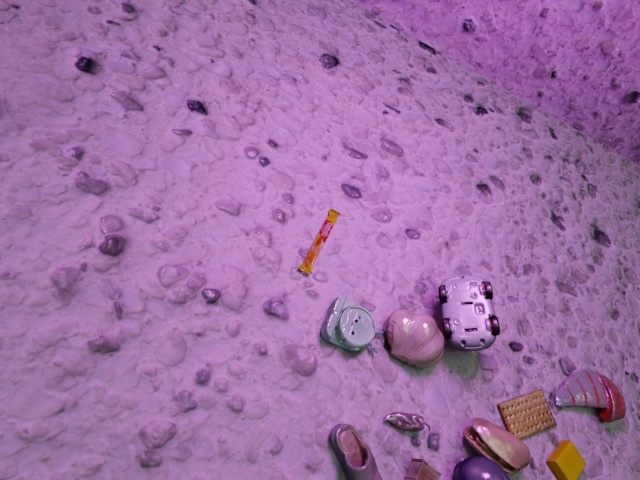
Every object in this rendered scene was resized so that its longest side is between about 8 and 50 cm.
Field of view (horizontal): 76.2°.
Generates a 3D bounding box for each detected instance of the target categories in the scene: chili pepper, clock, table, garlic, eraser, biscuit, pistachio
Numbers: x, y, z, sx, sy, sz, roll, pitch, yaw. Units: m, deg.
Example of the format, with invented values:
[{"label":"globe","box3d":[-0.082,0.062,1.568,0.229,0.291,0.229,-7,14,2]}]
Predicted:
[{"label":"chili pepper","box3d":[0.273,0.575,1.296,0.153,0.041,0.050,8,41,-2]},{"label":"clock","box3d":[0.116,0.288,1.355,0.211,0.066,0.159,28,59,-9]},{"label":"table","box3d":[0.303,0.716,1.225,0.079,0.062,0.083,39,57,-2]},{"label":"garlic","box3d":[0.337,0.332,1.387,0.229,0.143,0.178,41,55,-11]},{"label":"eraser","box3d":[0.871,0.788,1.447,0.122,0.045,0.097,-27,79,-32]},{"label":"biscuit","box3d":[0.000,0.000,1.470,0.048,0.026,0.291,21,57,10]},{"label":"biscuit","box3d":[0.752,0.636,1.486,0.232,0.016,0.139,-5,68,-25]},{"label":"pistachio","box3d":[0.578,0.673,1.334,0.223,0.126,0.152,29,24,-2]}]

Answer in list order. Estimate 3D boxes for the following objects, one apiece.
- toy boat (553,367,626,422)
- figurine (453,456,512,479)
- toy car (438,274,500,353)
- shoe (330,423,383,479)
[{"label":"toy boat","box3d":[1.031,0.602,1.599,0.283,0.096,0.206,4,57,-8]},{"label":"figurine","box3d":[0.511,0.792,1.225,0.265,0.197,0.175,52,21,10]},{"label":"toy car","box3d":[0.527,0.270,1.463,0.181,0.212,0.270,-8,60,16]},{"label":"shoe","box3d":[0.117,0.643,1.161,0.103,0.100,0.251,-21,73,-31]}]
